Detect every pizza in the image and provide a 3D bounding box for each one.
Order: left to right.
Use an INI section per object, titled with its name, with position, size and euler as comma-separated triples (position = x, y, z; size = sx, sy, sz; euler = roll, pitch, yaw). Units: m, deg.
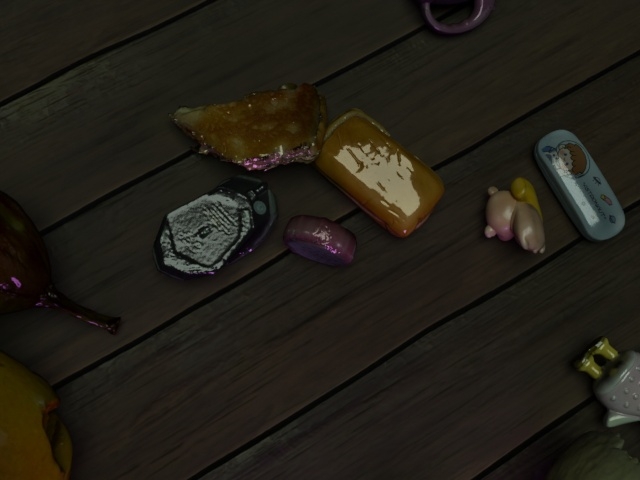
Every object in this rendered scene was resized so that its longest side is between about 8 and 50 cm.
[pizza]
position = -0.093, -0.150, 1.051
size = 0.226, 0.069, 0.147
euler = -15, 57, -4

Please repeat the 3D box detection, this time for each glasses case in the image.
[glasses case]
position = 0.382, -0.082, 1.096
size = 0.067, 0.045, 0.178
euler = -27, 81, -11

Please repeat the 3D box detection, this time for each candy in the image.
[candy]
position = 0.000, 0.000, 1.016
size = 0.103, 0.103, 0.043
euler = 20, 76, 0

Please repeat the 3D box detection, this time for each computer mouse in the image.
[computer mouse]
position = -0.146, -0.013, 1.027
size = 0.192, 0.062, 0.106
euler = -37, 82, -18

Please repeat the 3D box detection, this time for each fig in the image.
[fig]
position = -0.397, 0.021, 0.956
size = 0.290, 0.190, 0.191
euler = 7, 76, -21

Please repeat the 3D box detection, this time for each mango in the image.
[mango]
position = -0.459, 0.214, 0.859
size = 0.253, 0.182, 0.365
euler = -44, 103, 2

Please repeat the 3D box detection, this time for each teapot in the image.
[teapot]
position = 0.212, -0.399, 1.122
size = 0.146, 0.116, 0.148
euler = 2, 73, -15

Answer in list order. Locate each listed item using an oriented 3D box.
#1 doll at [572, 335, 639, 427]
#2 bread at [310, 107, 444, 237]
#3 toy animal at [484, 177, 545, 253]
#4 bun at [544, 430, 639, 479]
[doll]
position = 0.444, 0.218, 1.016
size = 0.207, 0.081, 0.129
euler = 43, 85, 3
[bread]
position = 0.081, -0.101, 1.064
size = 0.200, 0.077, 0.116
euler = 41, 85, 5
[toy animal]
position = 0.276, -0.025, 1.065
size = 0.082, 0.091, 0.114
euler = -15, 64, 20
[bun]
position = 0.402, 0.398, 0.852
size = 0.364, 0.364, 0.202
euler = 39, 88, 4
